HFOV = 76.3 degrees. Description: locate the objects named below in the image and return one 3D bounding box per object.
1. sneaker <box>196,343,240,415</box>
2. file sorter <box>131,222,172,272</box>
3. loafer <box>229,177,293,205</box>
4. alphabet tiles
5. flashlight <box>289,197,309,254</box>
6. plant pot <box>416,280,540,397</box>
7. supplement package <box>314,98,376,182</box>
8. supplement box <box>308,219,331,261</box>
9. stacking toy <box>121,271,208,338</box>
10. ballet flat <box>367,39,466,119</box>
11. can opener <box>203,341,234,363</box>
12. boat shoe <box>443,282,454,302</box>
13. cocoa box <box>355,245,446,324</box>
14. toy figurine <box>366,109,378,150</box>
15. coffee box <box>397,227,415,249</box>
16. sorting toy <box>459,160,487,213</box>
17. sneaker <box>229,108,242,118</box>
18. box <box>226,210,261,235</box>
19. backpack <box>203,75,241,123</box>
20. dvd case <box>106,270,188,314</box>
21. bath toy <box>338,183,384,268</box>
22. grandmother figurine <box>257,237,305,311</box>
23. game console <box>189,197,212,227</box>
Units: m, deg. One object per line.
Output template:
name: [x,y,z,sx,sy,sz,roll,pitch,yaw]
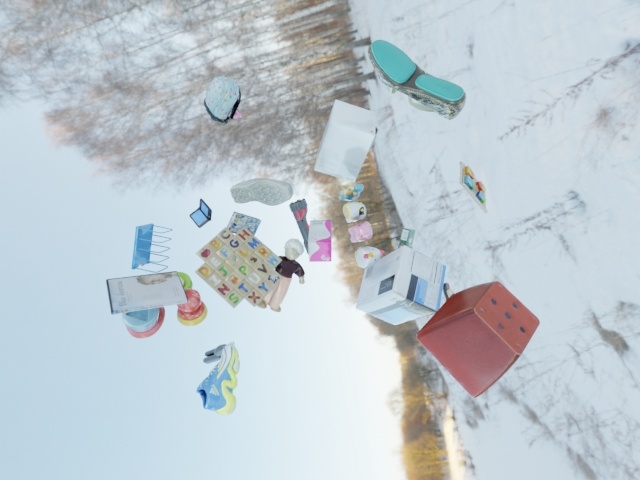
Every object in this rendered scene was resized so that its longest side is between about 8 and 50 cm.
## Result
sneaker: [-0.340,0.451,1.352,0.126,0.091,0.240,17,-137,-30]
file sorter: [-0.662,0.030,1.616,0.118,0.104,0.171,-59,-21,-80]
loafer: [-0.222,-0.201,1.595,0.111,0.319,0.112,-40,-55,-41]
alphabet tiles: [-0.338,0.105,1.697,0.342,0.285,0.011,40,157,12]
flashlight: [-0.080,-0.082,2.303,0.103,0.103,0.304,-81,-30,-70]
plant pot: [0.524,0.288,1.309,0.267,0.267,0.236,46,143,13]
supplement package: [0.110,-0.443,1.828,0.263,0.199,0.198,113,170,-45]
supplement box: [0.000,0.000,1.979,0.220,0.111,0.114,-87,-4,-61]
stacking toy: [-0.626,0.219,1.606,0.130,0.308,0.280,95,153,-46]
ballet flat: [0.390,-0.661,1.744,0.482,0.164,0.182,38,162,14]
can opener: [-0.562,0.599,2.196,0.095,0.283,0.076,33,-133,-32]
boat shoe: [0.548,0.236,1.723,0.049,0.043,0.137,36,-138,-34]
cocoa box: [0.353,0.212,1.818,0.347,0.227,0.232,-41,28,60]
toy figurine: [0.174,-0.553,2.024,0.213,0.209,0.148,41,-115,-56]
coffee box: [0.418,0.032,2.016,0.113,0.040,0.184,1,-77,-62]
sorting toy: [0.685,-0.243,1.812,0.193,0.038,0.208,43,-143,-19]
sneaker: [-0.410,-0.614,1.930,0.119,0.047,0.057,-77,-34,-85]
box: [-0.346,-0.070,1.838,0.137,0.094,0.027,17,-163,-39]
backpack: [-0.424,-0.615,1.755,0.115,0.182,0.152,-17,-107,-49]
dvd case: [-0.630,0.183,1.479,0.180,0.252,0.022,49,135,45]
bath toy: [0.176,-0.055,1.729,0.151,0.129,0.349,-10,-97,-55]
grandmother figurine: [-0.159,0.148,1.791,0.343,0.207,0.104,-68,29,15]
game console: [-0.644,-0.148,2.185,0.122,0.071,0.107,44,135,28]
